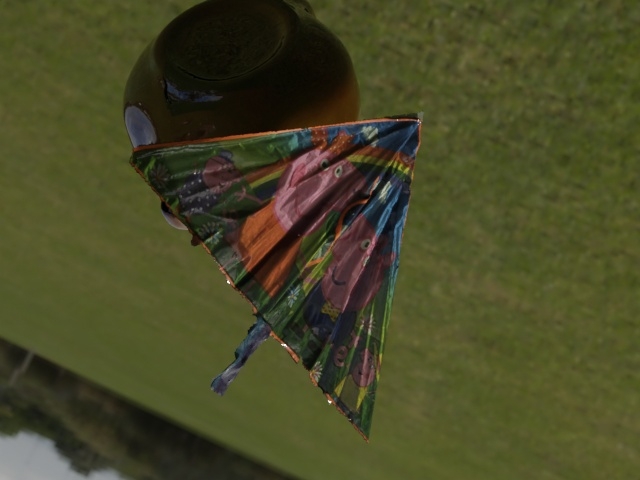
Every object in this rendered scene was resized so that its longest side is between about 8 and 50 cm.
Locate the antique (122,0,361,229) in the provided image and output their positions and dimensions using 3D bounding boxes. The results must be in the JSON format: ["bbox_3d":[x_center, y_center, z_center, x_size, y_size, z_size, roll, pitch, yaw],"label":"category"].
[{"bbox_3d":[-0.072,-0.131,1.310,0.223,0.278,0.129,2,131,17],"label":"antique"}]

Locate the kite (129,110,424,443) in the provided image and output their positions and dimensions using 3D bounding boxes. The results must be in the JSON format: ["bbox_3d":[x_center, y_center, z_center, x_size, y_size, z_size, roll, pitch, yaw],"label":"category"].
[{"bbox_3d":[0.000,0.000,0.911,0.016,0.234,0.321,25,159,42],"label":"kite"}]
